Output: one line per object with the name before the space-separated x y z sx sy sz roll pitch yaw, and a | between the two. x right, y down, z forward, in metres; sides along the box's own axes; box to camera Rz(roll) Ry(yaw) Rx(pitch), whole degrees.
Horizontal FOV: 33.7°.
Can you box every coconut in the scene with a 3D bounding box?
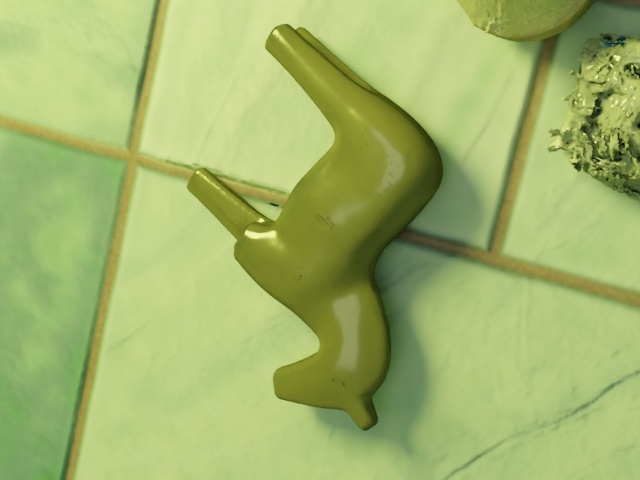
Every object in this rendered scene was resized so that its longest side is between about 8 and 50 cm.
coconut | 0.133 -0.190 0.700 0.116 0.122 0.116 1 95 19

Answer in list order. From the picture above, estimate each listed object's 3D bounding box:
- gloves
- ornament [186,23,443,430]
gloves | 0.234 -0.073 0.701 0.153 0.070 0.114 18 100 15
ornament | 0.000 0.000 0.796 0.245 0.061 0.230 44 109 15
